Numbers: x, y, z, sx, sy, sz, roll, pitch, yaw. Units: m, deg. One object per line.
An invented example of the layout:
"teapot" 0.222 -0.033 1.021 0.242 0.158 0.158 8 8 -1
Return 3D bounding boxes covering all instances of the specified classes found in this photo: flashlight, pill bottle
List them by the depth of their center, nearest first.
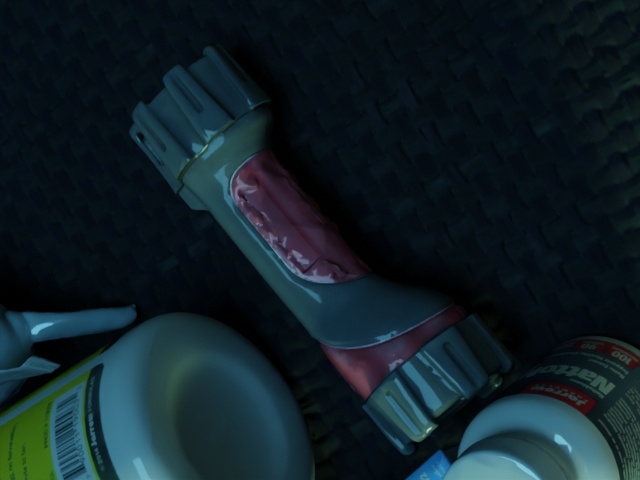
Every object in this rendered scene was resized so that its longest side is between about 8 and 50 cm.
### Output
"pill bottle" 0.149 0.137 1.221 0.108 0.180 0.108 10 111 27
"flashlight" 0.000 0.000 1.315 0.304 0.103 0.103 52 161 10
"pill bottle" -0.179 0.201 1.428 0.334 0.188 0.188 -32 89 34

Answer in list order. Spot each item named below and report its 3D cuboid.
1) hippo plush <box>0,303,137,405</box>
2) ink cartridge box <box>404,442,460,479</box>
"hippo plush" -0.353 0.055 1.451 0.294 0.234 0.237 -32 90 34
"ink cartridge box" 0.057 0.212 1.322 0.181 0.104 0.061 -44 73 22
